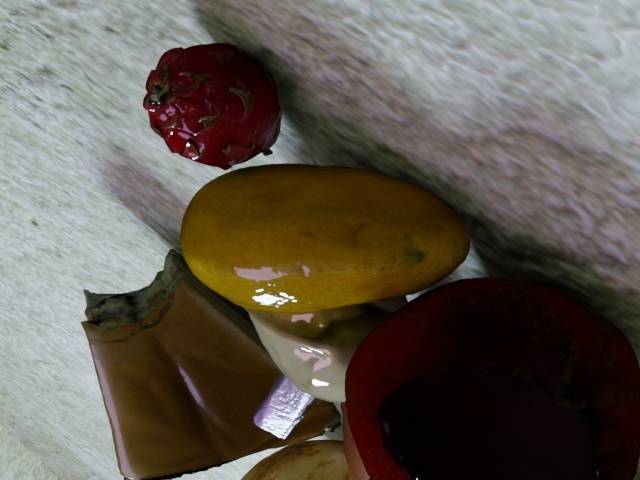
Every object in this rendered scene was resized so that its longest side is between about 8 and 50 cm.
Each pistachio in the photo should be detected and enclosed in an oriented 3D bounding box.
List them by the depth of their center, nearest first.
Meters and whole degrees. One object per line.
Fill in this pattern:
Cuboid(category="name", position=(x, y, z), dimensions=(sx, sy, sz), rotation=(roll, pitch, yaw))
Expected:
Cuboid(category="pistachio", position=(0.008, 0.074, 1.499), dimensions=(0.145, 0.117, 0.200), rotation=(8, -176, 16))

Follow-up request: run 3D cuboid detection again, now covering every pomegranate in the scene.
Cuboid(category="pomegranate", position=(0.003, 0.340, 2.070), dimensions=(0.248, 0.248, 0.248), rotation=(32, 162, 12))

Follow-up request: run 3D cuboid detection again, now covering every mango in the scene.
Cuboid(category="mango", position=(0.000, 0.000, 1.357), dimensions=(0.227, 0.109, 0.147), rotation=(4, -170, 27))

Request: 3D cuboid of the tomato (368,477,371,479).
Cuboid(category="tomato", position=(0.140, 0.331, 1.634), dimensions=(0.290, 0.325, 0.293), rotation=(43, 164, -25))

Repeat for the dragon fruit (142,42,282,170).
Cuboid(category="dragon fruit", position=(-0.064, -0.094, 1.367), dimensions=(0.094, 0.094, 0.190), rotation=(29, -178, 22))

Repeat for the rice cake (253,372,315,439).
Cuboid(category="rice cake", position=(-0.009, 0.115, 1.712), dimensions=(0.047, 0.036, 0.206), rotation=(24, 134, -9))

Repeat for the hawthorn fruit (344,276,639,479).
Cuboid(category="hawthorn fruit", position=(0.122, 0.127, 1.361), dimensions=(0.215, 0.215, 0.250), rotation=(40, 162, -11))

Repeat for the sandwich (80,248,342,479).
Cuboid(category="sandwich", position=(-0.113, 0.110, 1.846), dimensions=(0.155, 0.227, 0.198), rotation=(-121, 18, -73))

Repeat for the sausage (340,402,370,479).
Cuboid(category="sausage", position=(0.063, 0.182, 1.788), dimensions=(0.300, 0.083, 0.089), rotation=(80, 165, -65))
